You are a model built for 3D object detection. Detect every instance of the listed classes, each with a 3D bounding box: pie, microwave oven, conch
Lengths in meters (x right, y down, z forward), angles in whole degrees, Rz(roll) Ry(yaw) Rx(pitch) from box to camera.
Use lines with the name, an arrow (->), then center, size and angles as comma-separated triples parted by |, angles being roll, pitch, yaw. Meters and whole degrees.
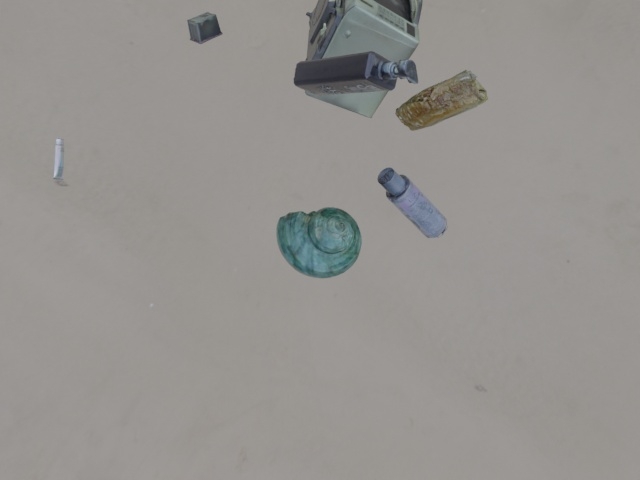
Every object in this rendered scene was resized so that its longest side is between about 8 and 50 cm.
pie -> 0.348, -0.399, 1.884 | 0.128, 0.068, 0.282 | 42, 144, -26
microwave oven -> 0.104, -0.617, 1.875 | 0.247, 0.395, 0.333 | 18, 137, -17
conch -> 0.001, 0.000, 1.533 | 0.196, 0.134, 0.202 | 29, 128, -18

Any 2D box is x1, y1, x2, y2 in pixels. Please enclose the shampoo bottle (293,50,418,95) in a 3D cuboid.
shampoo bottle -> 0.078, -0.361, 1.422 | 0.098, 0.309, 0.071 | 17, 84, -43

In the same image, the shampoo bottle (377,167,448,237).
shampoo bottle -> 0.206, -0.086, 1.485 | 0.072, 0.072, 0.214 | -42, 127, 10

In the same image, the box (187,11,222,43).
box -> -0.336, -0.614, 1.892 | 0.084, 0.060, 0.063 | -34, 136, -27

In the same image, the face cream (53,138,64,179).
face cream -> -0.732, -0.227, 1.841 | 0.020, 0.038, 0.115 | 4, 94, 20
